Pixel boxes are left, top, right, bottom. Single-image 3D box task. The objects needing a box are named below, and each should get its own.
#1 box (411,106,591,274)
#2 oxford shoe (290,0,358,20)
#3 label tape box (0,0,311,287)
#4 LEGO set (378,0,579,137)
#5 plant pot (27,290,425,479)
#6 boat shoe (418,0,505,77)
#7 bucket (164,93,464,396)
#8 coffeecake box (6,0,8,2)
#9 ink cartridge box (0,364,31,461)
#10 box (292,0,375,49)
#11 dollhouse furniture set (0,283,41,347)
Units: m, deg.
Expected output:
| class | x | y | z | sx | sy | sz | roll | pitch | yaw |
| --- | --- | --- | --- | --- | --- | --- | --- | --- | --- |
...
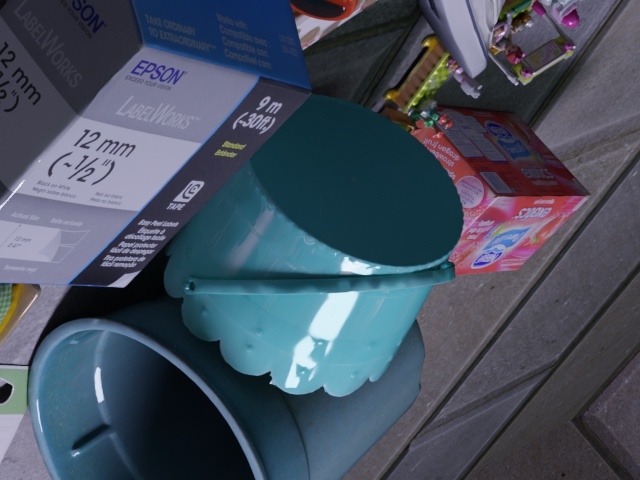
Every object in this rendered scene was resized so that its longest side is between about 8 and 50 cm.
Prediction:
| class | x | y | z | sx | sy | sz | roll | pitch | yaw |
| --- | --- | --- | --- | --- | --- | --- | --- | --- | --- |
| box | 0.180 | -0.059 | 2.220 | 0.142 | 0.154 | 0.300 | -47 | 161 | 22 |
| oxford shoe | -0.007 | -0.293 | 1.478 | 0.271 | 0.097 | 0.098 | 82 | 27 | -61 |
| label tape box | -0.130 | -0.117 | 1.354 | 0.348 | 0.115 | 0.249 | -43 | 159 | 18 |
| LEGO set | 0.175 | -0.178 | 2.005 | 0.287 | 0.107 | 0.132 | -40 | 161 | 2 |
| plant pot | -0.079 | 0.167 | 2.016 | 0.334 | 0.341 | 0.341 | -33 | 162 | -43 |
| boat shoe | 0.145 | -0.250 | 1.822 | 0.088 | 0.096 | 0.267 | -34 | 153 | -1 |
| bucket | 0.000 | 0.000 | 1.859 | 0.281 | 0.281 | 0.183 | -20 | 150 | -44 |
| coffeecake box | -0.169 | -0.171 | 1.438 | 0.142 | 0.068 | 0.185 | -29 | 158 | -25 |
| ink cartridge box | -0.396 | 0.226 | 1.943 | 0.235 | 0.056 | 0.171 | -67 | 158 | 4 |
| box | 0.040 | -0.254 | 1.646 | 0.324 | 0.067 | 0.063 | -34 | 160 | -13 |
| dollhouse furniture set | -0.370 | 0.169 | 1.703 | 0.301 | 0.151 | 0.197 | -50 | 159 | 27 |
